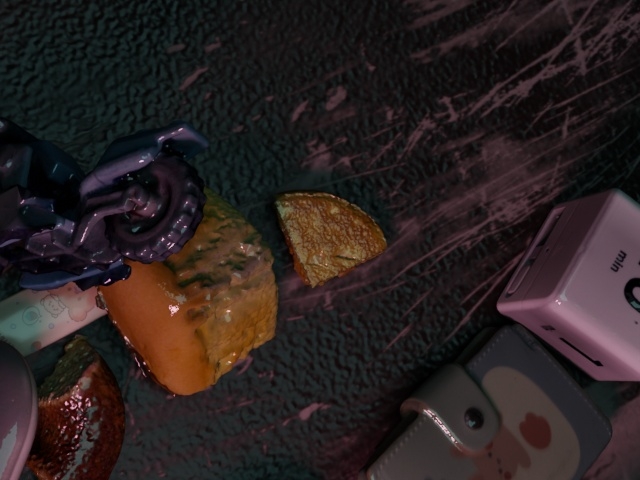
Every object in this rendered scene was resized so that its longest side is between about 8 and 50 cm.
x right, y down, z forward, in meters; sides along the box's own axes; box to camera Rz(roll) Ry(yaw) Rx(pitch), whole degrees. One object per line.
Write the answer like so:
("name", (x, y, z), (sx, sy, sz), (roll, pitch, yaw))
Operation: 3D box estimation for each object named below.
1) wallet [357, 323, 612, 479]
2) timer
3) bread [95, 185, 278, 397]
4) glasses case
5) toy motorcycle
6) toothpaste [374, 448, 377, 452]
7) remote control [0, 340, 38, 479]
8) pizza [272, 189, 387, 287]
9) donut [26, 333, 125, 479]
("wallet", (0.217, 0.287, 1.699), (0.252, 0.083, 0.360), (49, 57, 0))
("timer", (0.394, 0.066, 1.750), (0.195, 0.194, 0.192), (35, 76, -9))
("bread", (-0.170, 0.055, 1.595), (0.204, 0.162, 0.262), (-35, 98, -28))
("glasses case", (-0.345, 0.089, 1.603), (0.204, 0.051, 0.081), (-30, 95, -17))
("toy motorcycle", (-0.308, -0.062, 1.499), (0.172, 0.416, 0.232), (34, 53, -48))
("toothpaste", (0.160, 0.343, 1.731), (0.193, 0.044, 0.070), (17, 81, -14))
("remote control", (-0.438, 0.273, 1.484), (0.103, 0.221, 0.332), (35, 72, -49))
("pizza", (0.000, 0.000, 1.717), (0.175, 0.046, 0.134), (32, 76, -11))
("donut", (-0.295, 0.228, 1.572), (0.144, 0.126, 0.187), (41, 75, -16))
